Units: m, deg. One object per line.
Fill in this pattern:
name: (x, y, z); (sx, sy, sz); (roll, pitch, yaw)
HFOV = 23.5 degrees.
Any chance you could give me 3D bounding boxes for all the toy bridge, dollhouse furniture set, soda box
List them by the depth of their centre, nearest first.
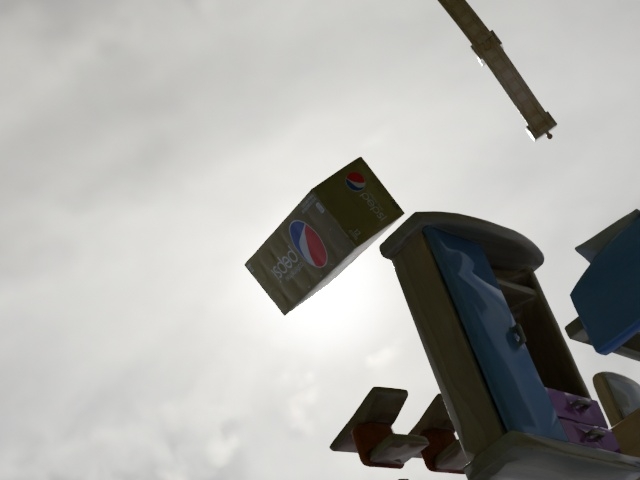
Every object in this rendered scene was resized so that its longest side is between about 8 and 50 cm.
dollhouse furniture set: (0.245, 0.016, 1.036); (0.303, 0.286, 0.198); (-43, -132, 31)
soda box: (0.000, 0.000, 1.298); (0.058, 0.061, 0.181); (-35, 175, -28)
toy bridge: (0.142, -0.163, 1.312); (0.026, 0.188, 0.063); (-36, 175, 6)
dollhouse furniture set: (0.143, 0.287, 1.424); (0.135, 0.259, 0.262); (-55, -139, 35)
